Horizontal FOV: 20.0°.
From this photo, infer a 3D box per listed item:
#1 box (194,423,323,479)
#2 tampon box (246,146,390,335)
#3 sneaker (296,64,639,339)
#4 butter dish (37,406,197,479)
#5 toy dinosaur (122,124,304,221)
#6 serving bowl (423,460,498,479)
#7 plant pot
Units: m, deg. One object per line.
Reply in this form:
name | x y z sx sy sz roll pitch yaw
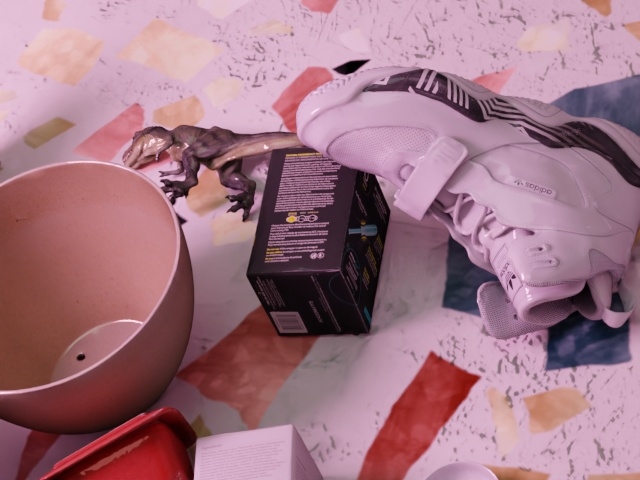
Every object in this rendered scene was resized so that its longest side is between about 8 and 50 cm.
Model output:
box | -0.058 0.239 1.711 0.102 0.101 0.087 -9 51 14
tampon box | 0.000 0.000 1.863 0.101 0.120 0.161 -2 53 18
sneaker | 0.149 -0.034 1.759 0.366 0.137 0.210 12 58 -8
butter dish | -0.176 0.249 1.738 0.160 0.160 0.118 -30 72 -5
toy dinosaur | -0.113 -0.084 2.015 0.268 0.064 0.118 1 48 18
serving bowl | 0.130 0.247 1.683 0.083 0.027 0.083 -10 51 13
plant pot | -0.246 0.087 1.842 0.284 0.191 0.284 -10 50 12
